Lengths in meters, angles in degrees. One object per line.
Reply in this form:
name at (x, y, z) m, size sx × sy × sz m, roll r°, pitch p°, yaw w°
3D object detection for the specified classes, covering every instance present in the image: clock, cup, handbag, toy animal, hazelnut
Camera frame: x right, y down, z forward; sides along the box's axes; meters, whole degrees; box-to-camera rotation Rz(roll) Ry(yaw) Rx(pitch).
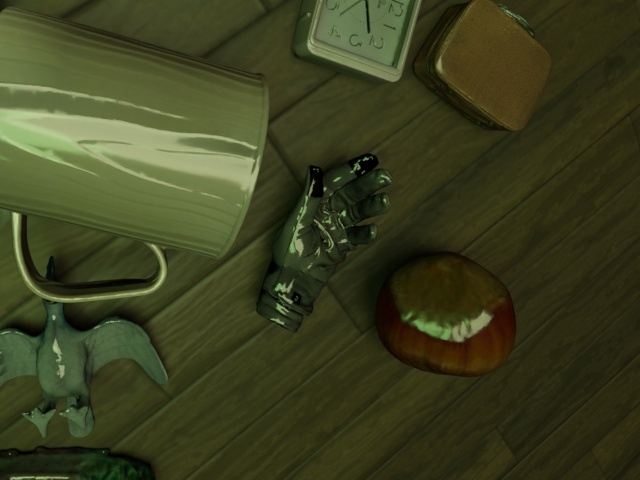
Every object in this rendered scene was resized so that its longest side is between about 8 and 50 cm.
clock at (0.057, -0.326, 0.703) m, size 0.150 × 0.063 × 0.197 m, roll 11°, pitch 99°, yaw -24°
cup at (-0.222, -0.085, 0.595) m, size 0.274 × 0.208 × 0.288 m, roll 13°, pitch 126°, yaw -23°
handbag at (0.251, -0.263, 0.790) m, size 0.194 × 0.072 × 0.151 m, roll 29°, pitch 91°, yaw -23°
toy animal at (-0.320, 0.154, 0.676) m, size 0.240 × 0.176 × 0.255 m, roll -1°, pitch 138°, yaw -18°
hazelnut at (0.191, 0.113, 0.816) m, size 0.210 × 0.210 × 0.186 m, roll 12°, pitch 76°, yaw -23°

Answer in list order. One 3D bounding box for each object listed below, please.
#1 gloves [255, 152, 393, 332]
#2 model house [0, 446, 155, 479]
gloves at (-0.007, 0.000, 0.736) m, size 0.142 × 0.119 × 0.285 m, roll 29°, pitch 106°, yaw -36°
model house at (-0.371, 0.466, 0.593) m, size 0.361 × 0.339 × 0.297 m, roll 9°, pitch 102°, yaw -23°
